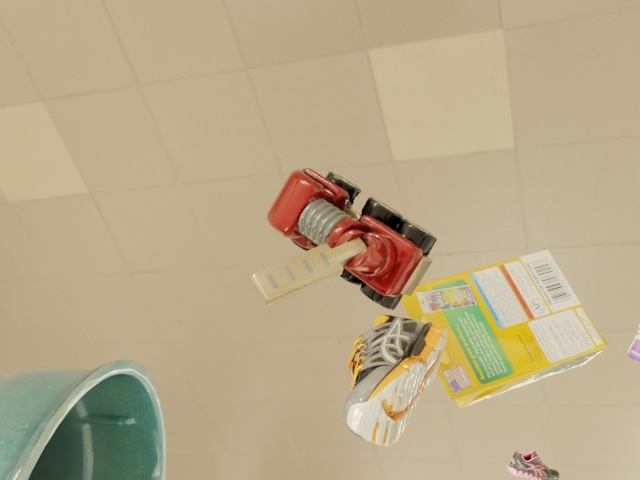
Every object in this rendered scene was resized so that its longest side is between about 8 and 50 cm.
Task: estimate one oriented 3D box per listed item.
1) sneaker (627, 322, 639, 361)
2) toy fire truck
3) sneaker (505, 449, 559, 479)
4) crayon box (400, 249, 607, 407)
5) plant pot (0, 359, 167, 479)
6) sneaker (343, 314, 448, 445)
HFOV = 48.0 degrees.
[{"bbox_3d":[0.705,0.175,1.495,0.161,0.102,0.282,-41,125,-10],"label":"sneaker"},{"bbox_3d":[0.000,0.000,0.937,0.217,0.246,0.158,36,100,30],"label":"toy fire truck"},{"bbox_3d":[0.449,0.469,1.497,0.120,0.047,0.057,17,96,-12],"label":"sneaker"},{"bbox_3d":[0.294,0.149,1.220,0.323,0.203,0.083,-12,152,-23],"label":"crayon box"},{"bbox_3d":[-0.364,0.261,0.665,0.335,0.341,0.341,6,129,9],"label":"plant pot"},{"bbox_3d":[0.062,0.132,0.717,0.083,0.215,0.084,20,108,18],"label":"sneaker"}]
